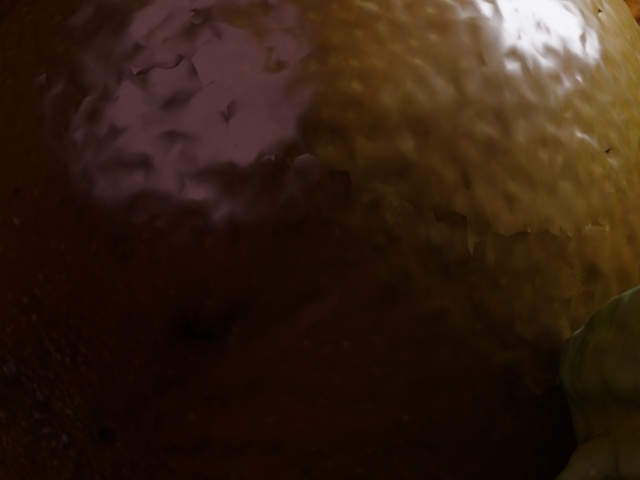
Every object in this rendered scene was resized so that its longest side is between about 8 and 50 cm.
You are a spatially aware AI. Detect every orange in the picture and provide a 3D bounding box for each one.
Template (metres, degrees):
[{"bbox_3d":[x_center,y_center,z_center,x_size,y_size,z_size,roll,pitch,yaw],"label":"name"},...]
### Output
[{"bbox_3d":[0.000,0.000,0.600,0.264,0.264,0.264,-25,30,16],"label":"orange"}]

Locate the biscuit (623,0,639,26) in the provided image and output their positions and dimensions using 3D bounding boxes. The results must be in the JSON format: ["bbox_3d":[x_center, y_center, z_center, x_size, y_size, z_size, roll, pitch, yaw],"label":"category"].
[{"bbox_3d":[0.084,-0.063,0.821,0.284,0.043,0.306,10,53,49],"label":"biscuit"}]

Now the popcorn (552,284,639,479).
[{"bbox_3d":[0.165,0.040,0.453,0.167,0.185,0.187,-6,48,58],"label":"popcorn"}]
